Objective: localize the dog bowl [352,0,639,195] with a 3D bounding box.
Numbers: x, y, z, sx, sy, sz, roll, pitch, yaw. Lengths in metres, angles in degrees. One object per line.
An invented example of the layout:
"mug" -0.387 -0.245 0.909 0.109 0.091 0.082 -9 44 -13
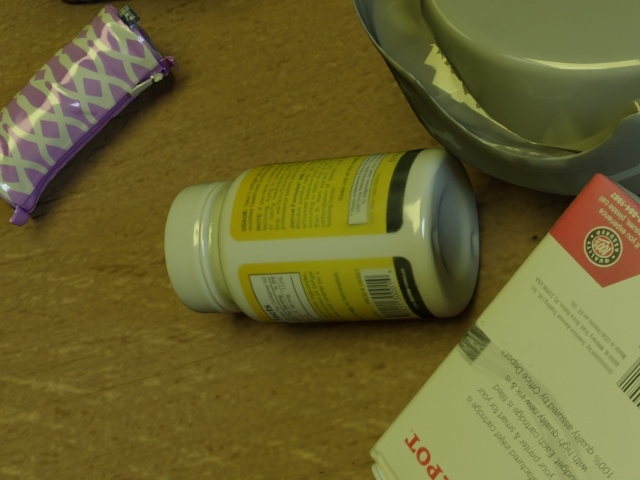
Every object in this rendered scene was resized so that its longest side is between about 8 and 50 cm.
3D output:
"dog bowl" 0.198 -0.174 0.818 0.349 0.102 0.349 -9 50 10

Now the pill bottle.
"pill bottle" 0.000 0.000 0.870 0.208 0.119 0.119 -3 65 25

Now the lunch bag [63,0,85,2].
"lunch bag" -0.192 -0.367 1.066 0.305 0.256 0.212 -1 66 27

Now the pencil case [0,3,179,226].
"pencil case" -0.221 -0.114 1.065 0.206 0.086 0.088 -45 78 3

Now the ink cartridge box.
"ink cartridge box" 0.149 0.101 0.653 0.218 0.092 0.158 -52 46 15
